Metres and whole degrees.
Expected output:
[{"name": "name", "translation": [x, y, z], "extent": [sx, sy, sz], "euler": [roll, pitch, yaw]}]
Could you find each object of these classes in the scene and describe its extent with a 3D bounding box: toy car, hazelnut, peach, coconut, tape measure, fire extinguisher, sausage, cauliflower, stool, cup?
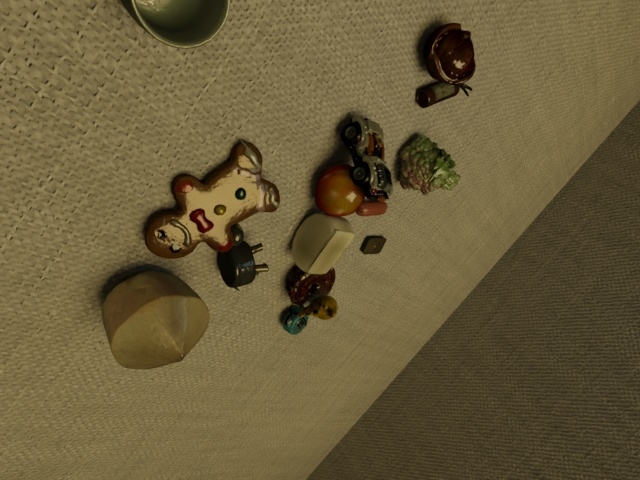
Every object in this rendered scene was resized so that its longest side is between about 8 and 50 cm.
[{"name": "toy car", "translation": [0.178, -0.276, 1.450], "extent": [0.118, 0.300, 0.193], "euler": [-20, 163, 29]}, {"name": "hazelnut", "translation": [0.443, -0.639, 1.445], "extent": [0.202, 0.161, 0.170], "euler": [35, 71, -47]}, {"name": "peach", "translation": [0.068, -0.175, 1.516], "extent": [0.198, 0.197, 0.197], "euler": [-24, 136, -25]}, {"name": "coconut", "translation": [-0.488, 0.251, 1.271], "extent": [0.329, 0.329, 0.328], "euler": [-24, 136, -25]}, {"name": "tape measure", "translation": [-0.113, 0.358, 1.888], "extent": [0.125, 0.081, 0.146], "euler": [-50, 147, -22]}, {"name": "fire extinguisher", "translation": [0.480, -0.563, 1.600], "extent": [0.231, 0.099, 0.071], "euler": [-25, 159, -22]}, {"name": "sausage", "translation": [0.215, -0.134, 1.766], "extent": [0.154, 0.062, 0.062], "euler": [-8, 128, -37]}, {"name": "cauliflower", "translation": [0.459, -0.308, 1.741], "extent": [0.315, 0.257, 0.238], "euler": [-42, 150, -58]}, {"name": "stool", "translation": [-0.266, 0.058, 1.433], "extent": [0.139, 0.153, 0.227], "euler": [-13, 131, -34]}, {"name": "cup", "translation": [-0.300, -0.540, 0.816], "extent": [0.187, 0.234, 0.257], "euler": [-2, 126, -41]}]

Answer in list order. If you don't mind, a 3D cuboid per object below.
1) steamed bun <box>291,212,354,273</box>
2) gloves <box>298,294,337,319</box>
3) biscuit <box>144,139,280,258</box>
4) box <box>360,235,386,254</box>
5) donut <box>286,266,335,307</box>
[{"name": "steamed bun", "translation": [0.000, 0.000, 1.610], "extent": [0.146, 0.164, 0.241], "euler": [10, 121, -47]}, {"name": "gloves", "translation": [-0.007, 0.301, 1.809], "extent": [0.133, 0.116, 0.294], "euler": [-31, 171, 7]}, {"name": "biscuit", "translation": [-0.324, -0.087, 1.266], "extent": [0.432, 0.064, 0.282], "euler": [-34, 122, -14]}, {"name": "box", "translation": [0.246, 0.020, 1.954], "extent": [0.126, 0.031, 0.090], "euler": [-2, 124, -41]}, {"name": "donut", "translation": [-0.048, 0.170, 1.772], "extent": [0.230, 0.096, 0.216], "euler": [-30, 138, -19]}]
